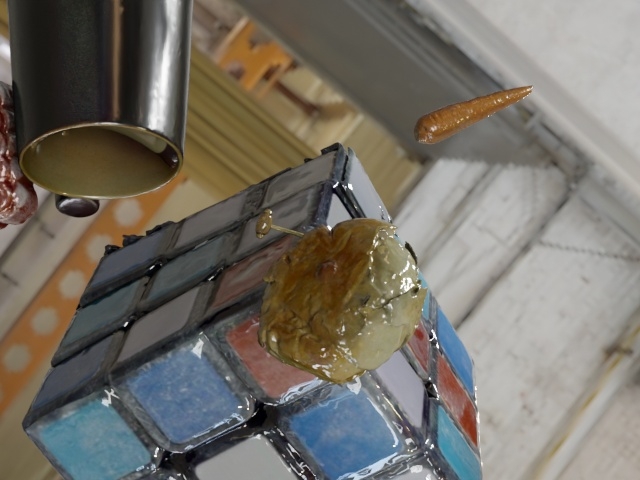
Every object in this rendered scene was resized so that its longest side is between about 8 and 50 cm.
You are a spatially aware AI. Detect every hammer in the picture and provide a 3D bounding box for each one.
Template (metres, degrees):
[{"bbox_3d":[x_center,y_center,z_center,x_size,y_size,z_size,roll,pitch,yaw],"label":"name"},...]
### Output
[{"bbox_3d":[0.000,0.000,1.362,0.014,0.123,0.029,98,9,-82],"label":"hammer"}]

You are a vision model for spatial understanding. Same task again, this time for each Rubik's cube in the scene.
[{"bbox_3d":[-0.055,0.163,1.585,0.362,0.363,0.359,-26,-161,15],"label":"Rubik's cube"}]

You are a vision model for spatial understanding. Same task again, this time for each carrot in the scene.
[{"bbox_3d":[0.231,-0.194,2.190,0.216,0.048,0.048,-23,-173,-21],"label":"carrot"}]

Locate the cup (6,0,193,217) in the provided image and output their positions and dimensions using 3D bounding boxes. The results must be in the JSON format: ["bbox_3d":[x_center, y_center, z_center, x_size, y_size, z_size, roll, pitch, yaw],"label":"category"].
[{"bbox_3d":[-0.187,-0.129,1.321,0.239,0.166,0.177,77,7,-66],"label":"cup"}]

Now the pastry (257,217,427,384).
[{"bbox_3d":[0.016,0.050,1.251,0.153,0.081,0.153,-25,-134,29],"label":"pastry"}]

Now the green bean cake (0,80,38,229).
[{"bbox_3d":[-0.327,-0.071,1.307,0.135,0.135,0.056,-12,173,12],"label":"green bean cake"}]
